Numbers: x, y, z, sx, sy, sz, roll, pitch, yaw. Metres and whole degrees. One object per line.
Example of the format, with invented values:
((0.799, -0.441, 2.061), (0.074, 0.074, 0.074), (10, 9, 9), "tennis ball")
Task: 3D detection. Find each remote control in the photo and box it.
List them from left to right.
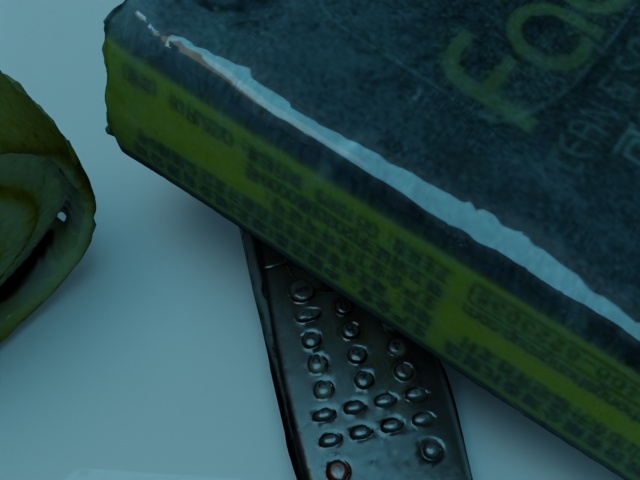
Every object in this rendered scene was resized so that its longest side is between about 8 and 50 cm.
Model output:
((0.000, 0.000, 0.435), (0.059, 0.028, 0.212), (-10, 59, -8), "remote control")

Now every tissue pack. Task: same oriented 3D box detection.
((0.084, -0.039, 0.406), (0.257, 0.081, 0.185), (33, 58, 12), "tissue pack")

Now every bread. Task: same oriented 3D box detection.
((-0.145, 0.010, 0.382), (0.156, 0.117, 0.064), (-41, 67, -20), "bread")
